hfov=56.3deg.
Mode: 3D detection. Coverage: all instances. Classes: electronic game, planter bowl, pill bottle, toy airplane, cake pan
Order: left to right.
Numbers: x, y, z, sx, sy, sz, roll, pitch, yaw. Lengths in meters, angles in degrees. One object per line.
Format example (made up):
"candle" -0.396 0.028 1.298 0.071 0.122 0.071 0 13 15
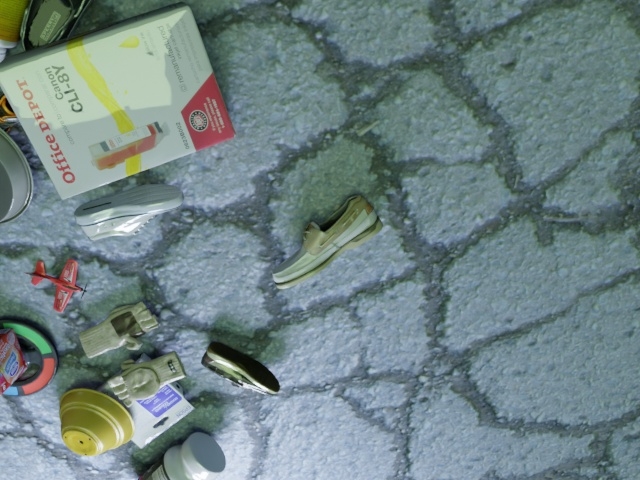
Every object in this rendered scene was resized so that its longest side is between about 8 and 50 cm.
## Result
"cake pan" -0.790 -0.147 1.319 0.292 0.054 0.294 3 123 4
"pill bottle" -0.656 -0.472 1.204 0.117 0.117 0.215 22 108 -13
"electronic game" -0.791 0.303 1.535 0.229 0.048 0.230 -2 111 -4
"toy airplane" -0.652 0.102 1.478 0.151 0.028 0.151 -2 110 -5
"planter bowl" -0.608 0.498 1.569 0.217 0.090 0.217 6 122 10
"pill bottle" -0.400 0.669 1.652 0.162 0.162 0.278 41 102 -18

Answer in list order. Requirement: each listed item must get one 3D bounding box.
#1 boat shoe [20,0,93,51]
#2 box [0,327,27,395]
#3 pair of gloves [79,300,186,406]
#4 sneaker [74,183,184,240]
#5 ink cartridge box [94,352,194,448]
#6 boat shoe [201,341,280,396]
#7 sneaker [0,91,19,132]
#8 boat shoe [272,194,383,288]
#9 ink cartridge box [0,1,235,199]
"boat shoe" -0.523 -0.507 1.210 0.108 0.102 0.301 32 106 -16
"box" -0.873 0.305 1.446 0.256 0.128 0.123 -8 108 5
"pair of gloves" -0.477 0.286 1.526 0.204 0.042 0.240 -31 91 5
"sneaker" -0.440 -0.065 1.410 0.257 0.094 0.091 -11 130 4
"ink cartridge box" -0.481 0.433 1.613 0.206 0.045 0.208 -37 108 10
"boat shoe" -0.214 0.352 1.591 0.223 0.080 0.073 33 111 -11
"sneaker" -0.690 -0.281 1.296 0.214 0.083 0.084 -29 112 8
"boat shoe" 0.000 0.000 1.457 0.302 0.113 0.103 -34 109 -3
"ink cartridge box" -0.406 -0.289 1.229 0.384 0.160 0.280 -21 119 -7
